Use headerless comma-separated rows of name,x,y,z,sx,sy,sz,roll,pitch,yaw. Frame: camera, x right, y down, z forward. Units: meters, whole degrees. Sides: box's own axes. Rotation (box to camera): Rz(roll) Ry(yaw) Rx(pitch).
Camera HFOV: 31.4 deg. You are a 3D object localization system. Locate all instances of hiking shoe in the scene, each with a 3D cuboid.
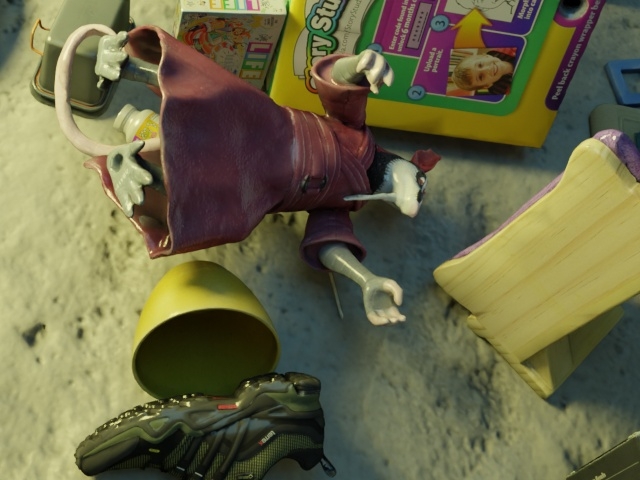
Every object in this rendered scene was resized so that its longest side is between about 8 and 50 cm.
hiking shoe,-0.101,0.191,1.006,0.227,0.086,0.114,-13,89,-3

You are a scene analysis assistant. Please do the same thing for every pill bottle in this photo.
pill bottle,-0.168,-0.105,1.162,0.083,0.043,0.043,32,61,3

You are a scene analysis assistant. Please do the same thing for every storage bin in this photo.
storage bin,-0.246,-0.213,1.169,0.098,0.091,0.135,19,60,-5

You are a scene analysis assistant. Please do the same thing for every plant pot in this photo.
plant pot,-0.110,0.075,1.053,0.134,0.134,0.095,0,42,-15

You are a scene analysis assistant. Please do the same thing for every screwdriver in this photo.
screwdriver,0.000,0.000,1.169,0.025,0.024,0.169,11,60,-43

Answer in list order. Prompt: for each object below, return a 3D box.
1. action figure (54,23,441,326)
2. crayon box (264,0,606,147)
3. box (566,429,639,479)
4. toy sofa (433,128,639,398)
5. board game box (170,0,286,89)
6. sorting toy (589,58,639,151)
action figure,-0.045,-0.065,1.099,0.370,0.276,0.248,6,96,-39
crayon box,0.127,-0.280,1.142,0.313,0.363,0.106,7,40,-11
box,0.334,0.280,1.042,0.108,0.153,0.207,-9,68,-19
toy sofa,0.267,-0.001,1.046,0.177,0.362,0.150,47,63,4
board game box,-0.101,-0.196,1.162,0.103,0.154,0.026,-2,65,-15
sorting toy,0.412,-0.070,1.297,0.196,0.047,0.347,7,63,-11
